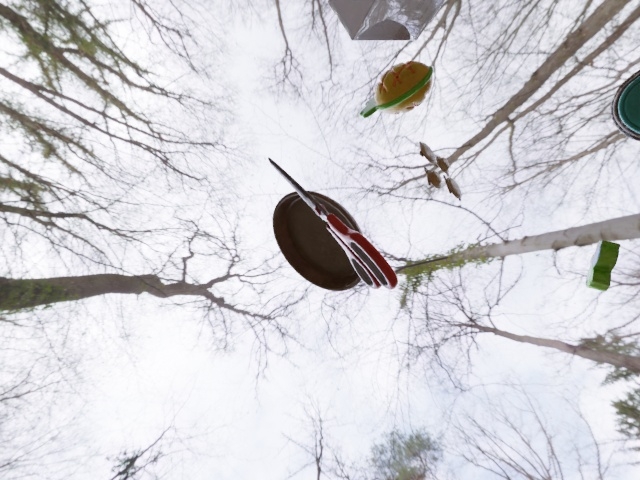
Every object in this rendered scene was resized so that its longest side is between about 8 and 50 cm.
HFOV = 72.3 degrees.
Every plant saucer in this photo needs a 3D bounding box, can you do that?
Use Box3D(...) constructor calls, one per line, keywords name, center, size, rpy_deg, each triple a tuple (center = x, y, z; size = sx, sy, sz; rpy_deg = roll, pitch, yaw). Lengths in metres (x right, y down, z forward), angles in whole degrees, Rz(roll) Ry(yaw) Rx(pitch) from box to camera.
Box3D(name="plant saucer", center=(0.000, 0.000, 1.066), size=(0.278, 0.278, 0.041), rpy_deg=(49, -132, 2))

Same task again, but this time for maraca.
Box3D(name="maraca", center=(0.163, -0.324, 0.958), size=(0.099, 0.186, 0.127), rpy_deg=(50, -132, -22))

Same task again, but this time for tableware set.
Box3D(name="tableware set", center=(0.312, -0.180, 1.145), size=(0.169, 0.020, 0.141), rpy_deg=(18, -127, -39))

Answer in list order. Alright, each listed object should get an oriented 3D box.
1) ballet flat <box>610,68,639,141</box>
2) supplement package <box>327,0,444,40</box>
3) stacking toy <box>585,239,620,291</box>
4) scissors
Box3D(name="ballet flat", center=(0.682, -0.236, 0.584), size=(0.483, 0.182, 0.164), rpy_deg=(-11, -81, 41))
Box3D(name="supplement package", center=(0.126, -0.455, 0.829), size=(0.179, 0.105, 0.105), rpy_deg=(-17, -108, -34))
Box3D(name="stacking toy", center=(0.352, -0.022, 0.366), size=(0.167, 0.052, 0.221), rpy_deg=(18, -61, 16))
Box3D(name="scissors", center=(0.013, -0.040, 0.675), size=(0.021, 0.109, 0.297), rpy_deg=(-36, -98, -14))
